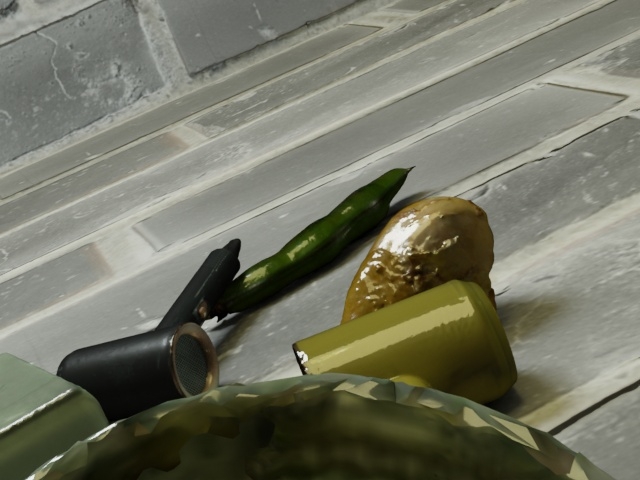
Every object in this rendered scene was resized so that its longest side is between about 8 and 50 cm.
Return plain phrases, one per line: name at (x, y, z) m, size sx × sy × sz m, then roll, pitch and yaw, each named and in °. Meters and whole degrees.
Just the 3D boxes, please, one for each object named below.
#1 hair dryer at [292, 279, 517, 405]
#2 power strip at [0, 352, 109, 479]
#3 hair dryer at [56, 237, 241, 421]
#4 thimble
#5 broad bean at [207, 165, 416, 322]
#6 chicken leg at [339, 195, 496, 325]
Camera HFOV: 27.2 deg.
hair dryer at (0.078, 0.120, 0.813) m, size 0.134 × 0.090 × 0.279 m, roll -21°, pitch 23°, yaw -4°
power strip at (-0.230, 0.170, 0.911) m, size 0.140 × 0.139 × 0.224 m, roll -31°, pitch 20°, yaw -26°
hair dryer at (-0.131, 0.071, 1.186) m, size 0.128 × 0.070 × 0.255 m, roll -15°, pitch 22°, yaw 24°
thimble at (-0.002, 0.185, 0.397) m, size 0.270 × 0.150 × 0.271 m, roll -1°, pitch 41°, yaw 1°
broad bean at (0.001, 0.000, 1.308) m, size 0.297 × 0.043 × 0.060 m, roll -36°, pitch 12°, yaw -34°
chicken leg at (0.061, 0.058, 1.006) m, size 0.207 × 0.101 × 0.085 m, roll -51°, pitch 23°, yaw -19°
